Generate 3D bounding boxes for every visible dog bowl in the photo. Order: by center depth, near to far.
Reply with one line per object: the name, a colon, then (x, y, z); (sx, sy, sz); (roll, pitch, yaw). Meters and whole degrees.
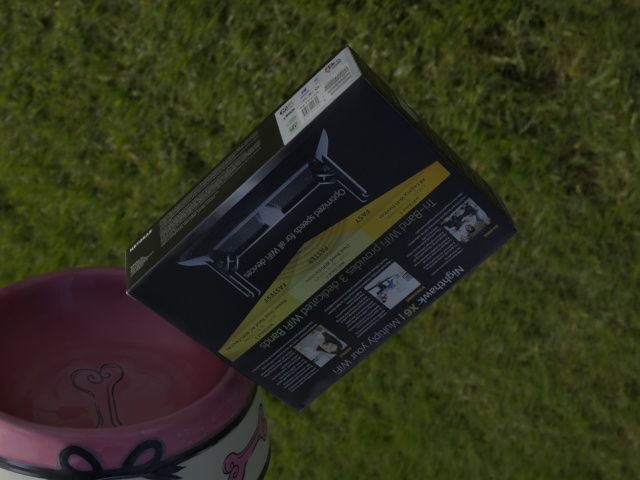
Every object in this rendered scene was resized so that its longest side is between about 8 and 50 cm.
dog bowl: (-0.255, 0.174, 1.180); (0.408, 0.408, 0.150); (14, 119, 14)

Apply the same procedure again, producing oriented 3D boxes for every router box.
router box: (0.000, 0.000, 1.007); (0.309, 0.081, 0.243); (-41, 121, 15)
